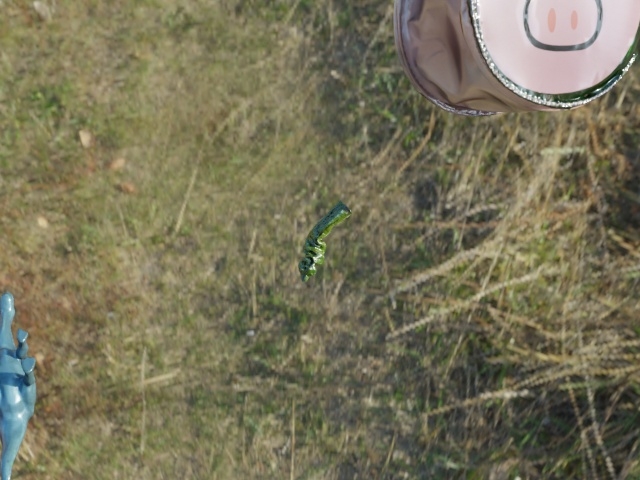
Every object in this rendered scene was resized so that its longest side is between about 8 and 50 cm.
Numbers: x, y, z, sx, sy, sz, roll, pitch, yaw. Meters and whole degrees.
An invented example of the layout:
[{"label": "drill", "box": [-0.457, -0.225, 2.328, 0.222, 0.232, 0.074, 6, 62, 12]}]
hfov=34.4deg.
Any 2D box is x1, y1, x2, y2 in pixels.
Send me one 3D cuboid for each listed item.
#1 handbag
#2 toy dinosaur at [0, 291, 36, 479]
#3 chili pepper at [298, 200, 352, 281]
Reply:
[{"label": "handbag", "box": [0.163, -0.185, 0.822, 0.205, 0.179, 0.116, -7, 14, -30]}, {"label": "toy dinosaur", "box": [-0.255, 0.118, 0.848, 0.045, 0.080, 0.197, -4, 54, -14]}, {"label": "chili pepper", "box": [0.000, 0.000, 0.962, 0.027, 0.022, 0.083, 31, 94, 7]}]
